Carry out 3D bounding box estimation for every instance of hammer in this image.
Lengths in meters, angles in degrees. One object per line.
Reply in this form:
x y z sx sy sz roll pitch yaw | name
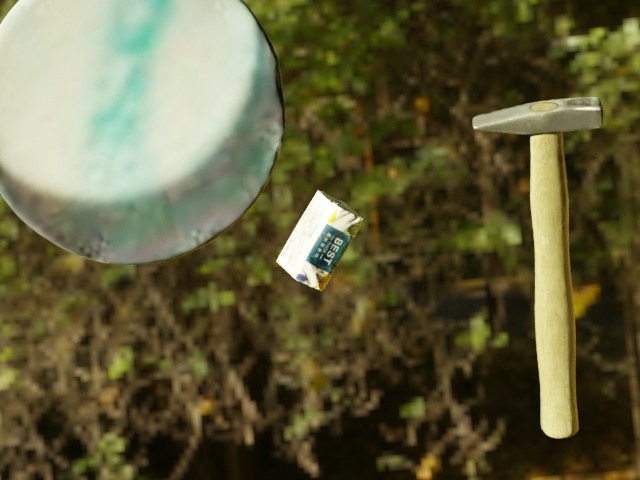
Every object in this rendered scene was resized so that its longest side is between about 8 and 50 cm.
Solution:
0.113 0.019 0.913 0.062 0.199 0.013 -3 32 5 | hammer

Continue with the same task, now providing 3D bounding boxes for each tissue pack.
0.000 0.000 1.746 0.042 0.083 0.062 27 6 -23 | tissue pack

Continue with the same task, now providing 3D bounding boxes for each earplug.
-0.147 -0.092 1.225 0.185 0.185 0.324 -5 7 -13 | earplug
